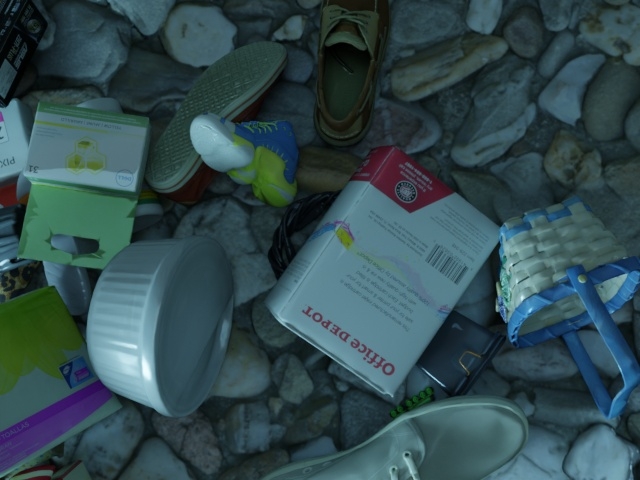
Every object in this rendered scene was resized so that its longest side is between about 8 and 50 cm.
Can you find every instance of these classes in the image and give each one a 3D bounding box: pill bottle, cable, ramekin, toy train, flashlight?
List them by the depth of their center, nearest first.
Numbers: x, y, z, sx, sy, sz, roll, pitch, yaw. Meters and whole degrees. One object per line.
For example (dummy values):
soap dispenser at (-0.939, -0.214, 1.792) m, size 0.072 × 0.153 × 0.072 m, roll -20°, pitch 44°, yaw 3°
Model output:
ramekin at (-0.239, 0.122, 1.241) m, size 0.127 × 0.273 × 0.273 m, roll 7°, pitch 83°, yaw 17°
toy train at (0.147, 0.261, 1.312) m, size 0.083 × 0.017 × 0.024 m, roll -32°, pitch 91°, yaw -1°
flashlight at (-0.598, 0.015, 1.317) m, size 0.304 × 0.103 × 0.103 m, roll -17°, pitch 40°, yaw 11°
pill bottle at (-0.340, -0.120, 1.346) m, size 0.117 × 0.117 × 0.208 m, roll -20°, pitch 82°, yaw 1°
cable at (0.000, 0.000, 1.348) m, size 0.150 × 0.047 × 0.184 m, roll 22°, pitch 88°, yaw 11°

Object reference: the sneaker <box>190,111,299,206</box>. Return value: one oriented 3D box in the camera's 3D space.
sneaker at (-0.111, -0.156, 1.300) m, size 0.091 × 0.240 × 0.126 m, roll 0°, pitch 63°, yaw 31°

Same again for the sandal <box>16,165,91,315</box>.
sandal at (-0.418, -0.011, 1.352) m, size 0.102 × 0.076 × 0.265 m, roll -11°, pitch 95°, yaw 27°

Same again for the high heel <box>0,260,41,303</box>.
high heel at (-0.493, 0.140, 1.361) m, size 0.186 × 0.093 × 0.261 m, roll 47°, pitch 68°, yaw -19°

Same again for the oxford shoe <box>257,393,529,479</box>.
oxford shoe at (0.102, 0.362, 1.222) m, size 0.449 × 0.130 × 0.169 m, roll -21°, pitch 109°, yaw 3°

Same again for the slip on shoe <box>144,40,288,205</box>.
slip on shoe at (-0.162, -0.197, 1.361) m, size 0.123 × 0.101 × 0.331 m, roll 22°, pitch 70°, yaw 32°

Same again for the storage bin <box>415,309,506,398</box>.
storage bin at (0.212, 0.178, 1.286) m, size 0.091 × 0.098 × 0.135 m, roll 35°, pitch 86°, yaw 18°

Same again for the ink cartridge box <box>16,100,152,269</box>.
ink cartridge box at (-0.360, -0.081, 1.251) m, size 0.171 × 0.056 × 0.235 m, roll 9°, pitch 77°, yaw -4°

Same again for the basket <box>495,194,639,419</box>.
basket at (0.373, 0.106, 1.207) m, size 0.201 × 0.255 × 0.289 m, roll -25°, pitch 63°, yaw -1°

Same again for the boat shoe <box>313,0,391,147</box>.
boat shoe at (0.052, -0.318, 1.345) m, size 0.122 × 0.120 × 0.324 m, roll 2°, pitch 83°, yaw 4°

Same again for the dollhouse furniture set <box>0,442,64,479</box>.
dollhouse furniture set at (-0.452, 0.262, 1.269) m, size 0.182 × 0.101 × 0.161 m, roll -26°, pitch 121°, yaw 1°

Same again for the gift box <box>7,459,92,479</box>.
gift box at (-0.447, 0.480, 1.210) m, size 0.255 × 0.276 × 0.258 m, roll -25°, pitch 93°, yaw 2°

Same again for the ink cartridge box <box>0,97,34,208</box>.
ink cartridge box at (-0.598, -0.082, 1.389) m, size 0.275 × 0.060 × 0.239 m, roll -18°, pitch 80°, yaw 1°

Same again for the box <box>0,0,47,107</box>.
box at (-0.568, -0.325, 1.382) m, size 0.147 × 0.077 × 0.180 m, roll 12°, pitch 69°, yaw 14°

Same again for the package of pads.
package of pads at (-0.466, 0.213, 1.176) m, size 0.296 × 0.101 × 0.229 m, roll -28°, pitch 86°, yaw -43°

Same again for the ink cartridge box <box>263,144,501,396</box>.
ink cartridge box at (0.092, 0.042, 1.257) m, size 0.226 × 0.131 × 0.306 m, roll 37°, pitch 87°, yaw -15°
